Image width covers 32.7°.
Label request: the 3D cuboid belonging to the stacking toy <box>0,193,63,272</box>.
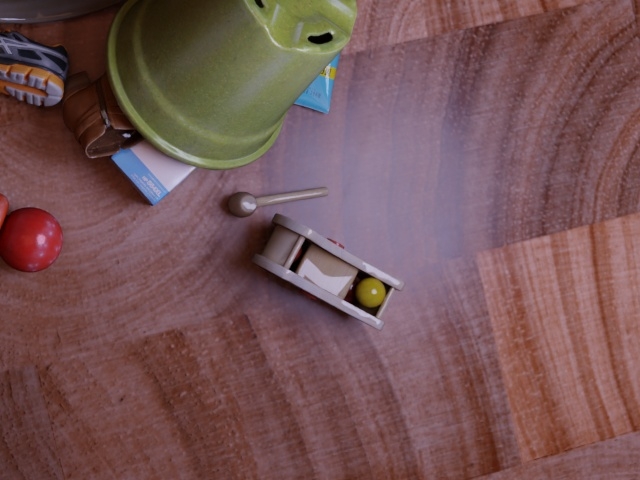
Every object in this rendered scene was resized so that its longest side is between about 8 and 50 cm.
[{"bbox_3d":[-0.504,-0.041,1.448,0.330,0.141,0.141,24,87,-15],"label":"stacking toy"}]

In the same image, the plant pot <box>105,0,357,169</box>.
[{"bbox_3d":[-0.096,-0.262,1.398,0.276,0.254,0.276,15,63,-32],"label":"plant pot"}]

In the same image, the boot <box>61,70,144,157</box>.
[{"bbox_3d":[-0.253,-0.195,1.475,0.197,0.152,0.073,-31,137,1],"label":"boot"}]

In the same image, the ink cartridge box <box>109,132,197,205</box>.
[{"bbox_3d":[-0.209,-0.127,1.515,0.143,0.092,0.090,-42,99,-7],"label":"ink cartridge box"}]

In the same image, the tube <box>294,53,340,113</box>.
[{"bbox_3d":[0.002,-0.294,1.579,0.080,0.052,0.207,17,94,0],"label":"tube"}]

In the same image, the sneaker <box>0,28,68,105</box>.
[{"bbox_3d":[-0.444,-0.250,1.483,0.214,0.084,0.083,18,59,-5],"label":"sneaker"}]

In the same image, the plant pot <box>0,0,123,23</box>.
[{"bbox_3d":[-0.379,-0.472,1.390,0.323,0.323,0.280,-12,77,-10],"label":"plant pot"}]

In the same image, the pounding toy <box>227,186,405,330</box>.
[{"bbox_3d":[0.000,0.000,1.527,0.269,0.154,0.155,29,86,-11],"label":"pounding toy"}]
